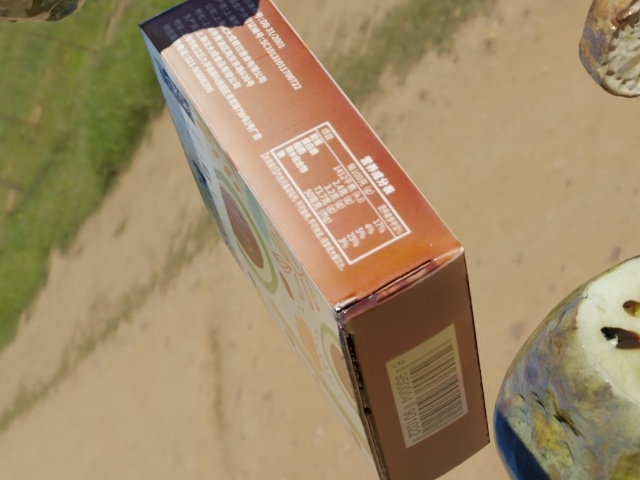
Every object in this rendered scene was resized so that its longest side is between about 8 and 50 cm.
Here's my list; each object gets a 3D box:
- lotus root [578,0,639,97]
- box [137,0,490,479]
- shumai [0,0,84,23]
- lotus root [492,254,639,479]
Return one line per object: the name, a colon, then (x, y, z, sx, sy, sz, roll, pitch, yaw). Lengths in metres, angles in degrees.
lotus root: (0.438, -0.293, 1.762, 0.260, 0.170, 0.074, -43, 38, 23)
box: (0.000, 0.000, 1.309, 0.385, 0.122, 0.344, 55, 169, 34)
shumai: (-0.219, -0.292, 1.140, 0.225, 0.221, 0.261, -64, -29, -44)
lotus root: (0.323, 0.184, 1.530, 0.346, 0.250, 0.250, 113, 162, -51)
